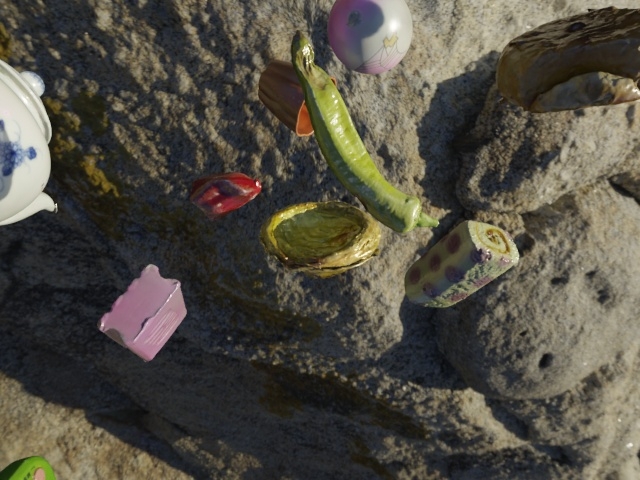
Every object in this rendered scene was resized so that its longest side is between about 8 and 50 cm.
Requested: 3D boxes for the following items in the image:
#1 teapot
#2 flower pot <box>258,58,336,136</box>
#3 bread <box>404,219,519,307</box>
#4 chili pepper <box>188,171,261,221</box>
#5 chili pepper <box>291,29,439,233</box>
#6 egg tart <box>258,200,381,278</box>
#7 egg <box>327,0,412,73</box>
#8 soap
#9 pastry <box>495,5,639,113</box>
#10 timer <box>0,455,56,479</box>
[{"bbox_3d":[-0.488,-0.158,0.543,0.252,0.280,0.424,17,140,8],"label":"teapot"},{"bbox_3d":[-0.075,-0.419,1.146,0.173,0.191,0.190,36,115,15],"label":"flower pot"},{"bbox_3d":[0.420,0.088,1.240,0.187,0.155,0.338,8,146,-24],"label":"bread"},{"bbox_3d":[-0.300,-0.162,1.280,0.253,0.136,0.144,-19,94,34],"label":"chili pepper"},{"bbox_3d":[0.025,-0.082,0.361,0.043,0.049,0.208,-41,97,-22],"label":"chili pepper"},{"bbox_3d":[0.000,0.000,0.883,0.279,0.279,0.095,-1,122,-1],"label":"egg tart"},{"bbox_3d":[0.124,-0.497,0.965,0.196,0.271,0.196,0,91,20],"label":"egg"},{"bbox_3d":[-0.291,0.130,0.681,0.065,0.122,0.203,33,154,0],"label":"soap"},{"bbox_3d":[0.379,-0.264,0.585,0.229,0.218,0.100,-41,128,-31],"label":"pastry"},{"bbox_3d":[-0.347,0.330,0.453,0.047,0.140,0.128,-11,99,-6],"label":"timer"}]
